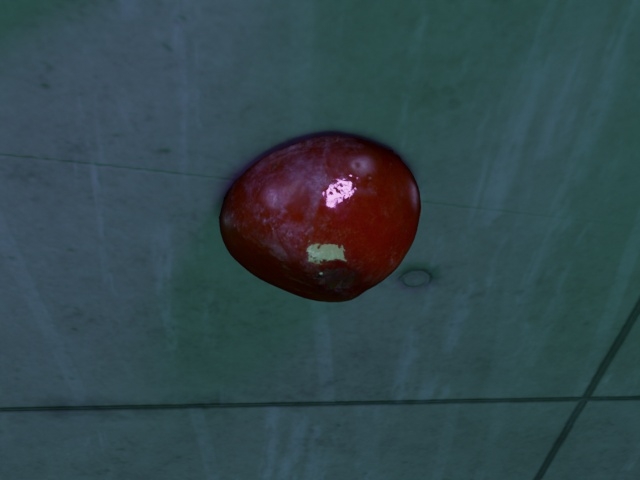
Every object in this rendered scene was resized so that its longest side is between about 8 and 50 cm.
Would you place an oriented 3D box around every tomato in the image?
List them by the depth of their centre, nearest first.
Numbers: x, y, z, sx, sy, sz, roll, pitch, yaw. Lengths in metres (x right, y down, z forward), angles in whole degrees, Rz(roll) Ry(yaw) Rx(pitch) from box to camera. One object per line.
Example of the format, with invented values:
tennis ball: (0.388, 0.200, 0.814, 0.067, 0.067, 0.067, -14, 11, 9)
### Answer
tomato: (0.000, 0.000, 0.734, 0.159, 0.091, 0.139, -19, 138, 19)
